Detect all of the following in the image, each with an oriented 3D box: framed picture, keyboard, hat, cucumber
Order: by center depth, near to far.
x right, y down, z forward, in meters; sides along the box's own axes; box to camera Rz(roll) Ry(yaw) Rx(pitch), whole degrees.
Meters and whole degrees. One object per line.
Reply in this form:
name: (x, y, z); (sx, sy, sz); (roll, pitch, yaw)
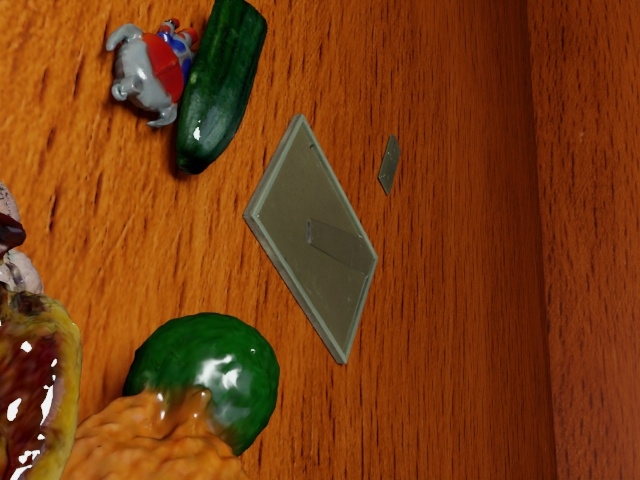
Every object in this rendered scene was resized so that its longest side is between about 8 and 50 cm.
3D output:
hat: (-0.169, 0.222, 0.525); (0.400, 0.285, 0.285); (-84, 153, -57)
cucumber: (-0.115, -0.179, 0.856); (0.115, 0.063, 0.243); (93, 8, -62)
framed picture: (0.000, 0.000, 1.108); (0.324, 0.020, 0.240); (60, 35, -36)
keyboard: (0.135, -0.149, 1.406); (0.049, 0.015, 0.129); (63, 33, -40)

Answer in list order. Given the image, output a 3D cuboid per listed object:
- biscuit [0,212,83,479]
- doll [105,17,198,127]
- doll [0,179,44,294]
biscuit: (-0.286, 0.065, 0.338); (0.334, 0.081, 0.289); (21, 57, -10)
doll: (-0.178, -0.190, 0.789); (0.194, 0.062, 0.104); (-64, 157, -58)
doll: (-0.264, -0.008, 0.486); (0.201, 0.156, 0.303); (-13, 90, -62)
